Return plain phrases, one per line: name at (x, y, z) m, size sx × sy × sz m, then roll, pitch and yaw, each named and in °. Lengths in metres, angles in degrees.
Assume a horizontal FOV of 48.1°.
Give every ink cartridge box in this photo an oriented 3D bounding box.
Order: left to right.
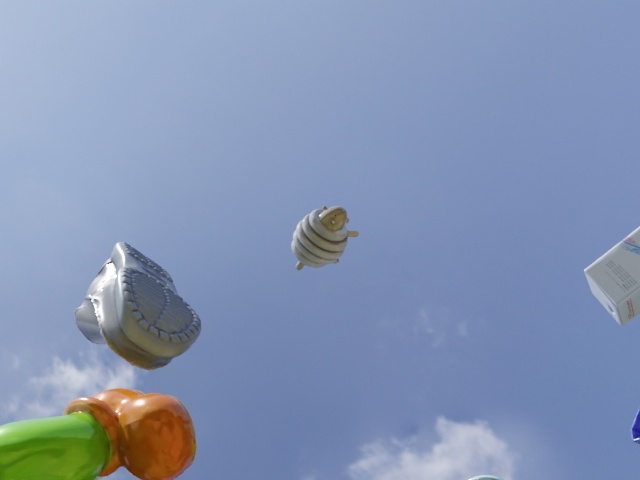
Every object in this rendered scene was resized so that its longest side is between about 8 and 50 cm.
ink cartridge box at (0.483, 0.033, 1.050) m, size 0.175 × 0.072 × 0.127 m, roll -39°, pitch -32°, yaw 7°

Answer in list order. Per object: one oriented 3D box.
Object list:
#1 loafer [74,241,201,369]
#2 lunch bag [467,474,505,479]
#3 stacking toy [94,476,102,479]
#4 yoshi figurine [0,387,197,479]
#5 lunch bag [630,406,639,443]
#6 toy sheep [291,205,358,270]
loafer at (-0.183, 0.075, 0.699) m, size 0.094 × 0.251 × 0.087 m, roll 37°, pitch -91°, yaw -19°
lunch bag at (0.261, 0.506, 1.146) m, size 0.224 × 0.108 × 0.279 m, roll 33°, pitch -64°, yaw -5°
stacking toy at (-0.254, 0.225, 0.641) m, size 0.221 × 0.167 × 0.052 m, roll -34°, pitch -84°, yaw -35°
yoshi figurine at (-0.224, 0.195, 0.384) m, size 0.362 × 0.203 × 0.203 m, roll -3°, pitch -121°, yaw -48°
lunch bag at (0.523, 0.194, 0.737) m, size 0.221 × 0.293 × 0.138 m, roll 32°, pitch -114°, yaw -24°
toy sheep at (0.000, 0.000, 1.093) m, size 0.091 × 0.091 × 0.132 m, roll 16°, pitch -58°, yaw -27°
